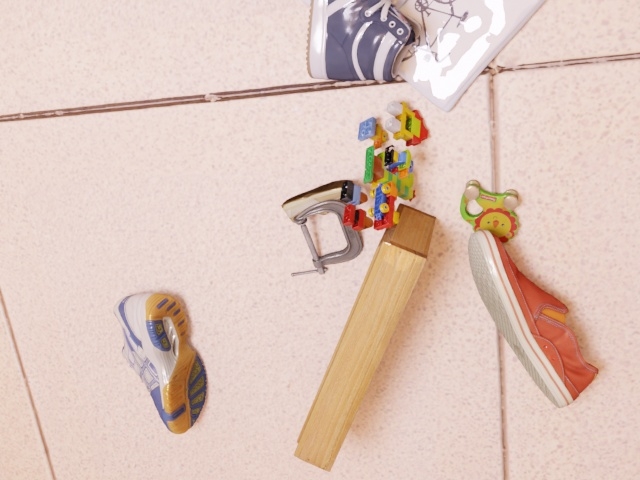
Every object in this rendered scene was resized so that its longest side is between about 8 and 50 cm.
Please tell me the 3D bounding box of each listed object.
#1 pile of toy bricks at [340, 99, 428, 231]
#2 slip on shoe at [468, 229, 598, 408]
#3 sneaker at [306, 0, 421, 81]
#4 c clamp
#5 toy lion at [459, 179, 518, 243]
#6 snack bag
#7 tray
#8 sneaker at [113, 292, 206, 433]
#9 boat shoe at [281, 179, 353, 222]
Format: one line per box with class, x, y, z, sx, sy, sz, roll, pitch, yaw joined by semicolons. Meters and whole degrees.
pile of toy bricks;0.112;-0.099;1.008;0.105;0.212;0.118;24;153;-33
slip on shoe;0.342;0.117;1.044;0.101;0.123;0.331;-34;99;-1
sneaker;0.068;-0.358;0.895;0.153;0.099;0.282;13;118;17
c clamp;0.000;0.000;1.098;0.137;0.022;0.160;-8;130;7
toy lion;0.273;-0.041;1.041;0.100;0.034;0.096;16;120;8
snack bag;0.160;-0.399;0.936;0.343;0.037;0.323;41;113;-3
tray;0.072;0.157;1.063;0.076;0.203;0.410;23;113;5
sneaker;-0.314;0.234;1.253;0.131;0.112;0.296;2;109;31
boat shoe;0.001;-0.065;1.089;0.135;0.050;0.045;-16;108;28
